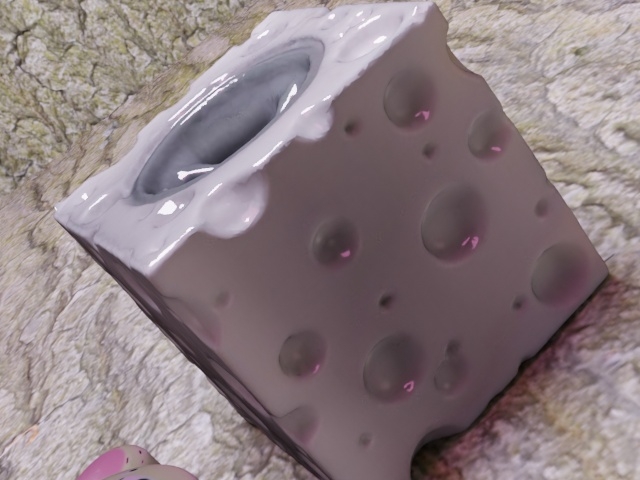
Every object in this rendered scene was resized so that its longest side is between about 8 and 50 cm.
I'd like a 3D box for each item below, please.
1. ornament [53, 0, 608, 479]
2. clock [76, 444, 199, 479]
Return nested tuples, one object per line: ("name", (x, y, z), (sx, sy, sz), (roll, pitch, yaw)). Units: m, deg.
("ornament", (0.000, 0.000, 0.758), (0.240, 0.240, 0.239), (-45, 24, -13))
("clock", (-0.166, 0.273, 0.674), (0.309, 0.114, 0.284), (-49, 25, -25))
